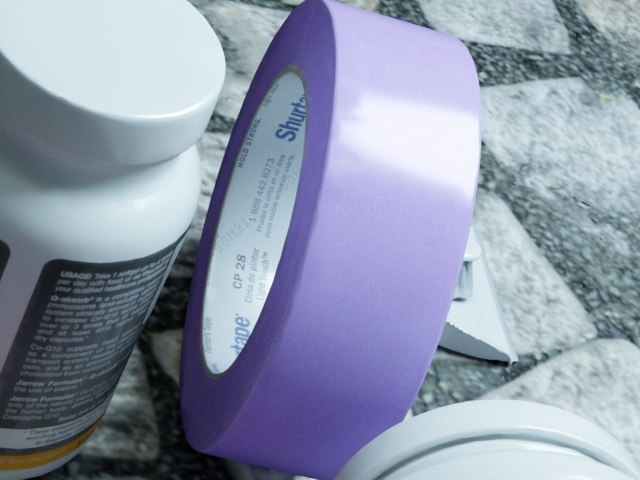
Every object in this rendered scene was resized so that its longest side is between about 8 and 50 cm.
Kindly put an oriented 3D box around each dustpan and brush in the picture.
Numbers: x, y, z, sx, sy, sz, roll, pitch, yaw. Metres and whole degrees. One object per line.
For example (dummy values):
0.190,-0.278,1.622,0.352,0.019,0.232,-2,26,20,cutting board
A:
0.040,0.002,1.360,0.211,0.060,0.147,9,41,-21,dustpan and brush

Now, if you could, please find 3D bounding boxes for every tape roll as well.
0.000,0.000,1.167,0.090,0.275,0.274,15,40,-16,tape roll

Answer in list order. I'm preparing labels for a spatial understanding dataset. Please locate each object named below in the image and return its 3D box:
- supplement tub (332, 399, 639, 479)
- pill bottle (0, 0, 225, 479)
0.101,0.246,0.963,0.228,0.228,0.316,15,30,-14,supplement tub
-0.158,-0.009,1.084,0.162,0.278,0.162,17,39,-14,pill bottle
